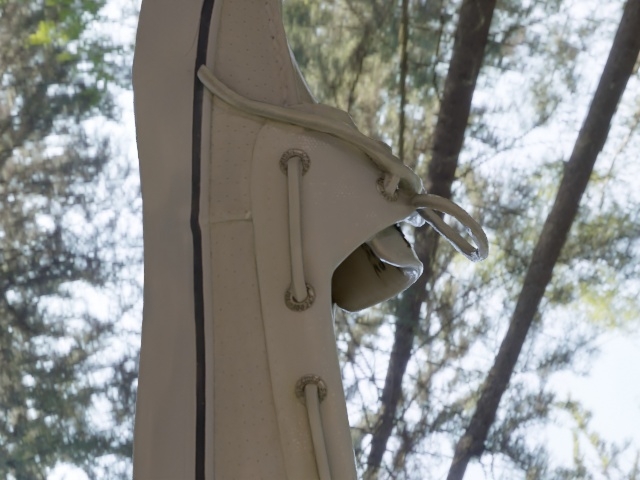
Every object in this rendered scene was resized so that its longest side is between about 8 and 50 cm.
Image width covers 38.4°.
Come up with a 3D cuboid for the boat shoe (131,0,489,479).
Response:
[{"bbox_3d":[-0.001,-0.001,0.438,0.156,0.136,0.367,-3,-107,5],"label":"boat shoe"}]
